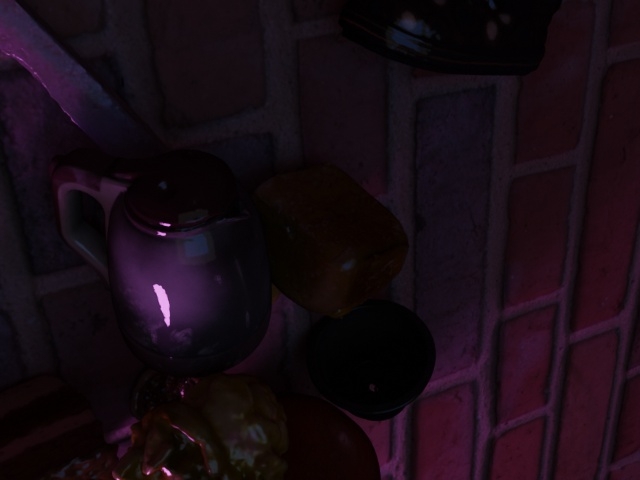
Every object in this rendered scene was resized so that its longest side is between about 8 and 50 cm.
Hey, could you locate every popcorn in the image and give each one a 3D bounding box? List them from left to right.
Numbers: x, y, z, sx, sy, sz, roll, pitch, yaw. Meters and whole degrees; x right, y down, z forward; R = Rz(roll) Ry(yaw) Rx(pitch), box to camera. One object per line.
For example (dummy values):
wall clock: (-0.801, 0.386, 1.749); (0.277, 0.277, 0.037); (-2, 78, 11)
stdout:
popcorn: (-0.150, 0.306, 0.995); (0.259, 0.259, 0.212); (-42, 81, -8)

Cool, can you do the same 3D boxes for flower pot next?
flower pot: (0.098, 0.244, 1.345); (0.235, 0.235, 0.148); (-28, 144, -14)

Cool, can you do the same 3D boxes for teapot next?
teapot: (-0.221, 0.001, 0.995); (0.314, 0.233, 0.312); (14, 139, 8)

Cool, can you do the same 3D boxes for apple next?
apple: (-0.066, 0.427, 1.239); (0.348, 0.277, 0.349); (4, 136, 4)

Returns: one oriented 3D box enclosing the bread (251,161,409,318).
bread: (0.000, 0.000, 1.147); (0.195, 0.246, 0.176); (-19, 143, -41)

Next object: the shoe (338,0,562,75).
shoe: (0.220, -0.389, 1.104); (0.383, 0.171, 0.237); (-3, 122, -29)

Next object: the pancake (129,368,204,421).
pancake: (-0.264, 0.270, 1.256); (0.139, 0.022, 0.140); (-12, 118, -24)

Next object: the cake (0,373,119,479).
cake: (-0.428, 0.369, 1.042); (0.282, 0.290, 0.256); (-20, 121, -29)

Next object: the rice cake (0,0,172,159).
rice cake: (-0.324, -0.199, 0.970); (0.070, 0.064, 0.399); (-37, 126, 6)

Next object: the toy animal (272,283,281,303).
toy animal: (-0.067, 0.054, 1.232); (0.159, 0.070, 0.083); (-34, 86, -25)
